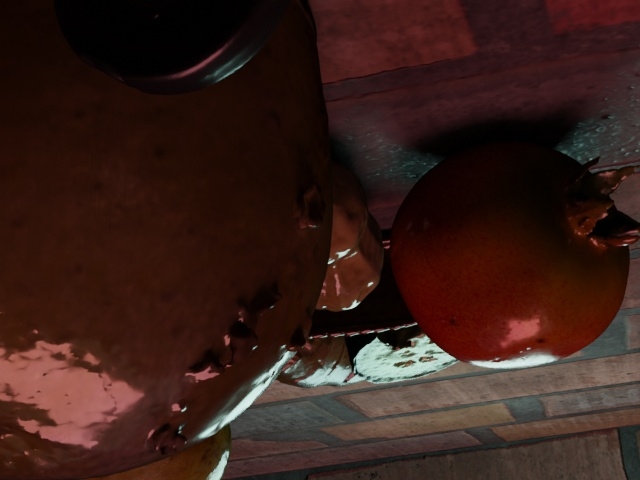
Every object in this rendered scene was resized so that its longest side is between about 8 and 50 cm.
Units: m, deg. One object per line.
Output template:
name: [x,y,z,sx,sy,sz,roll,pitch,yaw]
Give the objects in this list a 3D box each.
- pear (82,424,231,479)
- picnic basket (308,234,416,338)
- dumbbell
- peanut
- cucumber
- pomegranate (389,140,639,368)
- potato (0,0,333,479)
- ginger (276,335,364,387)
pear: [-0.253,0.237,1.629,0.303,0.304,0.304,-5,163,-2]
picnic basket: [0.036,0.051,1.412,0.193,0.110,0.055,-6,-177,-1]
dumbbell: [-0.106,-0.164,0.604,0.143,0.143,0.325,-13,162,21]
peanut: [0.000,0.000,1.190,0.111,0.125,0.274,-16,163,6]
cucumber: [0.115,0.090,1.529,0.191,0.130,0.191,-10,162,-3]
pomegranate: [0.188,0.009,1.156,0.221,0.221,0.256,7,151,-36]
potato: [-0.206,0.007,0.855,0.442,0.319,0.385,0,161,-10]
ginger: [-0.005,0.146,1.702,0.109,0.116,0.263,33,-164,38]
